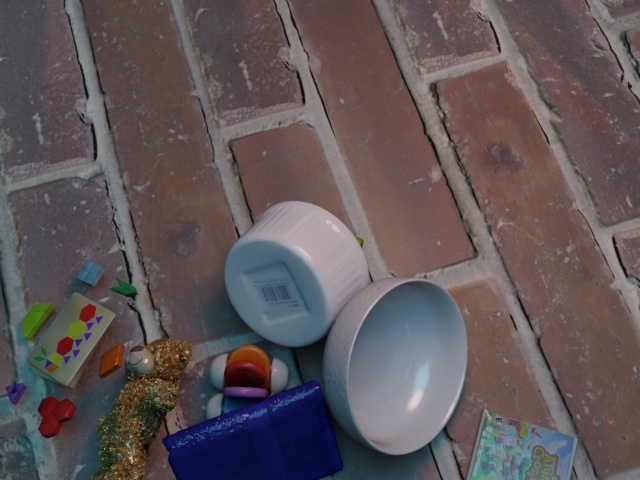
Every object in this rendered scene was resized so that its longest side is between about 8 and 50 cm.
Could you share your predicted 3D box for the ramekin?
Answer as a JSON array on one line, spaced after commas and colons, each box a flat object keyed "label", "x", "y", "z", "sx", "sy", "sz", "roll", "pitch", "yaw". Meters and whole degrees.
[{"label": "ramekin", "x": -0.056, "y": 0.074, "z": 1.612, "sx": 0.277, "sy": 0.277, "sz": 0.135, "roll": 34, "pitch": 37, "yaw": 13}]

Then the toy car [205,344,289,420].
[{"label": "toy car", "x": -0.144, "y": 0.293, "z": 1.610, "sx": 0.159, "sy": 0.136, "sz": 0.182, "roll": 3, "pitch": 67, "yaw": 0}]

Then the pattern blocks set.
[{"label": "pattern blocks set", "x": -0.500, "y": 0.203, "z": 1.651, "sx": 0.285, "sy": 0.026, "sz": 0.325, "roll": 31, "pitch": 77, "yaw": 35}]

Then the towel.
[{"label": "towel", "x": -0.122, "y": 0.393, "z": 1.546, "sx": 0.308, "sy": 0.228, "sz": 0.076, "roll": -19, "pitch": 30, "yaw": -10}]

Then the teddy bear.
[{"label": "teddy bear", "x": -0.355, "y": 0.330, "z": 1.552, "sx": 0.113, "sy": 0.245, "sz": 0.338, "roll": 28, "pitch": 74, "yaw": -16}]

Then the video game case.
[{"label": "video game case", "x": 0.387, "y": 0.460, "z": 1.607, "sx": 0.193, "sy": 0.023, "sz": 0.213, "roll": 17, "pitch": 68, "yaw": 6}]

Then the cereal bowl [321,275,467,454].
[{"label": "cereal bowl", "x": 0.127, "y": 0.231, "z": 1.578, "sx": 0.141, "sy": 0.339, "sz": 0.339, "roll": 4, "pitch": 58, "yaw": 49}]

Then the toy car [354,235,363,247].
[{"label": "toy car", "x": 0.000, "y": 0.000, "z": 1.705, "sx": 0.155, "sy": 0.188, "sz": 0.149, "roll": 22, "pitch": 69, "yaw": 8}]
